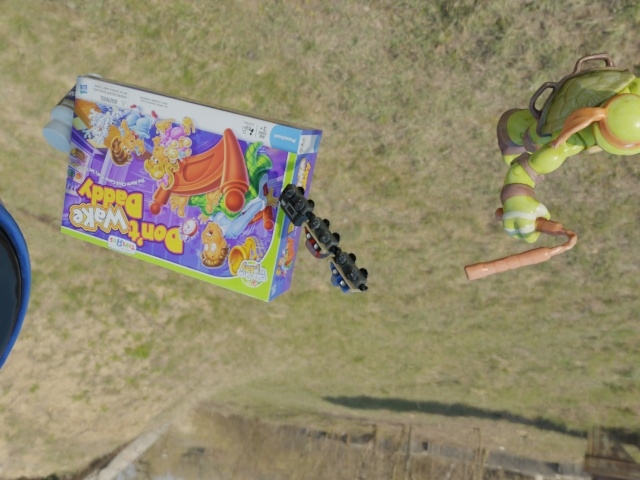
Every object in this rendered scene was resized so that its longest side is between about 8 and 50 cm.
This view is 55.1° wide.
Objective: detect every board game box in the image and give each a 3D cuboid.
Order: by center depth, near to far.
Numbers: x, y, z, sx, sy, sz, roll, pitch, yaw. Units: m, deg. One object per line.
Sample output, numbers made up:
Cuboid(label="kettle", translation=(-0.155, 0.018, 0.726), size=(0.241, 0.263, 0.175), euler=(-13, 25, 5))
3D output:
Cuboid(label="board game box", translation=(-0.191, -0.080, 0.865), size=(0.347, 0.233, 0.078), euler=(16, -165, 17))

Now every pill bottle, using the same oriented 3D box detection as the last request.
Cuboid(label="pill bottle", translation=(-0.366, -0.193, 0.934), size=(0.067, 0.120, 0.067), euler=(19, 149, 12))

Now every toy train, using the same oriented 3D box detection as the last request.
Cuboid(label="toy train", translation=(0.000, 0.000, 0.662), size=(0.027, 0.158, 0.036), euler=(6, 130, -51))

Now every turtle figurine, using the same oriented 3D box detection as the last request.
Cuboid(label="turtle figurine", translation=(0.197, -0.087, 0.480), size=(0.087, 0.269, 0.217), euler=(45, -169, -5))

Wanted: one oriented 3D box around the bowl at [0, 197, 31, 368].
Cuboid(label="bowl", translation=(-0.391, 0.092, 0.446), size=(0.077, 0.391, 0.391), euler=(34, 165, 16))
